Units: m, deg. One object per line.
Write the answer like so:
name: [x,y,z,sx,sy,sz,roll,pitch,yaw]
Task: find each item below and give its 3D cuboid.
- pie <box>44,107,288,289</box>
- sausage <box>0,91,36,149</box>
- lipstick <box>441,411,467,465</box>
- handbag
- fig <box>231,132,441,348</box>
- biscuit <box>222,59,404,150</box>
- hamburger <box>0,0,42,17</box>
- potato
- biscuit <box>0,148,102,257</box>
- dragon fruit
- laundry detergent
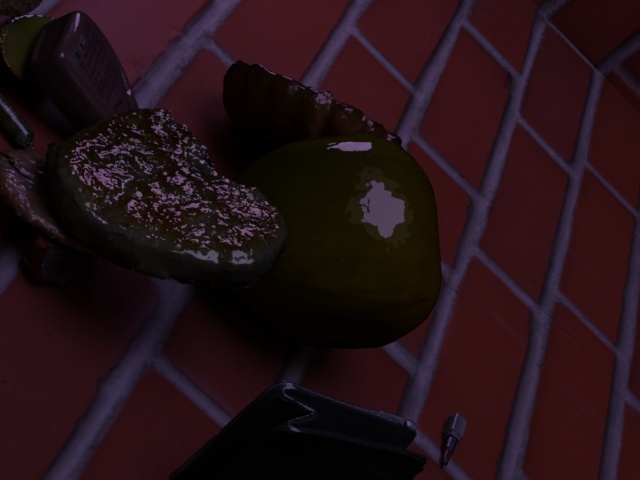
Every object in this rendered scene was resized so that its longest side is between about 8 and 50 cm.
pie: [-0.211,-0.057,1.917,0.296,0.078,0.371,-9,43,-40]
sausage: [-0.480,-0.228,1.988,0.269,0.033,0.033,50,32,-2]
lipstick: [0.208,0.321,2.302,0.025,0.025,0.107,42,38,-14]
handbag: [-0.030,0.300,1.820,0.260,0.247,0.079,22,35,-37]
fig: [0.007,0.000,2.111,0.343,0.343,0.343,32,37,-28]
biscuit: [-0.019,-0.179,2.332,0.326,0.107,0.326,28,-4,2]
hamburger: [-0.490,-0.467,2.091,0.330,0.162,0.209,41,25,1]
potato: [-0.417,-0.268,2.088,0.119,0.054,0.198,62,28,-12]
biscuit: [-0.346,-0.052,1.931,0.220,0.033,0.220,33,19,-13]
dragon fruit: [-0.354,0.020,1.878,0.060,0.056,0.083,43,17,32]
laundry detergent: [-0.319,-0.221,2.101,0.237,0.076,0.171,52,30,-35]
